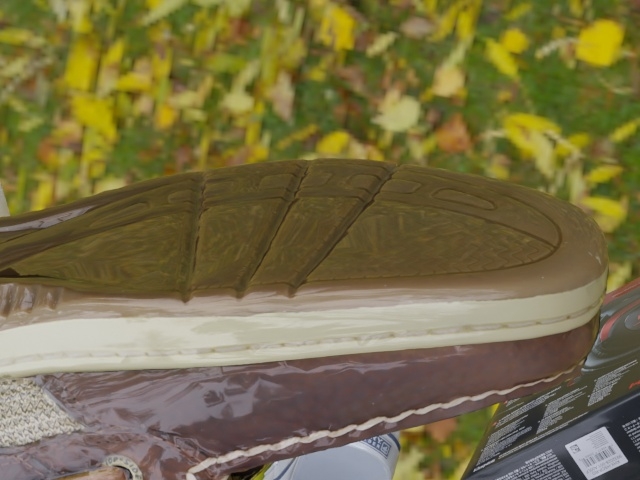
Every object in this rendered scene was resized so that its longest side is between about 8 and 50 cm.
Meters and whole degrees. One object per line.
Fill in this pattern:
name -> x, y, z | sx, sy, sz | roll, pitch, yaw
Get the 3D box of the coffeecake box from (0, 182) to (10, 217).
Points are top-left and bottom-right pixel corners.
coffeecake box -> -0.319, -0.088, 1.270 | 0.142, 0.068, 0.185 | -5, 106, 33

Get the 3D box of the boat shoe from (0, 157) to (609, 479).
boat shoe -> -0.070, 0.058, 0.587 | 0.342, 0.123, 0.123 | -9, 110, 12

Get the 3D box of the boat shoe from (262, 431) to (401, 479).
boat shoe -> 0.006, 0.184, 1.361 | 0.258, 0.095, 0.084 | -51, 12, 52

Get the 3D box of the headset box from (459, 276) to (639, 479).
headset box -> 0.252, 0.115, 1.357 | 0.218, 0.293, 0.110 | -31, 99, 27
